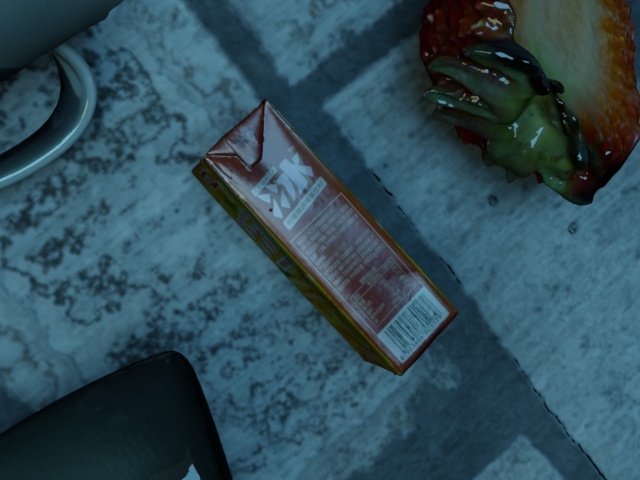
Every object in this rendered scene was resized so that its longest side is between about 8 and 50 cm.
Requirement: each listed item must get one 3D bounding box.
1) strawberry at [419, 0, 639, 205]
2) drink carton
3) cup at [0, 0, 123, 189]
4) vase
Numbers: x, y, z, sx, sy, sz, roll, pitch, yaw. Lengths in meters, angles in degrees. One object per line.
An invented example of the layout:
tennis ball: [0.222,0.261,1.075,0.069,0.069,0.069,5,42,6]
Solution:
strawberry: [0.178,-0.187,0.657,0.233,0.138,0.306,38,53,-30]
drink carton: [0.000,0.000,0.604,0.071,0.096,0.223,-45,101,-12]
cup: [-0.270,-0.159,0.489,0.258,0.219,0.289,-36,130,-12]
vase: [-0.220,0.204,0.515,0.321,0.173,0.173,-18,93,-8]
